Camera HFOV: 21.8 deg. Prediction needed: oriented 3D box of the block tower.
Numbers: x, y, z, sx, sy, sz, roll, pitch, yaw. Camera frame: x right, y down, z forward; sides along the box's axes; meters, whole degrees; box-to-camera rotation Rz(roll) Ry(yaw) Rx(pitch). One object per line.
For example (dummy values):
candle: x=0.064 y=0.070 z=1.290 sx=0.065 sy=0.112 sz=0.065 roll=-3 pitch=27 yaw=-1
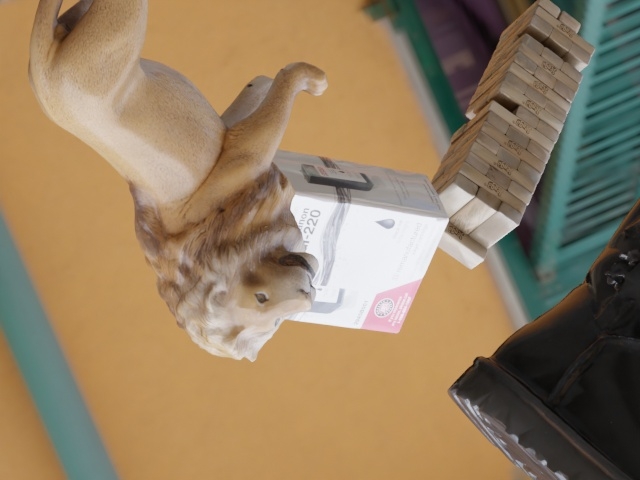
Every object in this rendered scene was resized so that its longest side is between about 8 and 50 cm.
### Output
block tower: x=0.215 y=-0.128 z=1.896 sx=0.097 sy=0.091 sz=0.335 roll=-43 pitch=-164 yaw=54

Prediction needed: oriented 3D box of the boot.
boot: x=0.351 y=0.043 z=1.148 sx=0.445 sy=0.367 sz=0.146 roll=-45 pitch=139 yaw=-6

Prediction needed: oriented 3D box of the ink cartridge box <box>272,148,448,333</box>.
ink cartridge box: x=0.000 y=0.000 z=1.716 sx=0.218 sy=0.159 sz=0.092 roll=9 pitch=-149 yaw=-22

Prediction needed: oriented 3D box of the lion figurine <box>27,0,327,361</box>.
lion figurine: x=-0.131 y=-0.096 z=1.332 sx=0.142 sy=0.392 sz=0.240 roll=-1 pitch=-129 yaw=55
